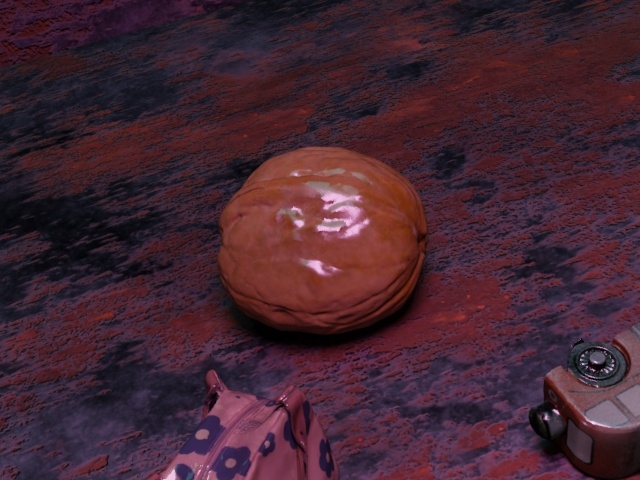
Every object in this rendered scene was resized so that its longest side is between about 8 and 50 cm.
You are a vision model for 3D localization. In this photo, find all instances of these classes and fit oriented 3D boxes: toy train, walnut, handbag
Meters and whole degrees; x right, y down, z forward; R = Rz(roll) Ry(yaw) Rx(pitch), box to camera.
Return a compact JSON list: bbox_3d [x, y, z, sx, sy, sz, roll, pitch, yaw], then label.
[{"bbox_3d":[0.418,0.179,1.255,0.326,0.129,0.159,-24,45,-16],"label":"toy train"},{"bbox_3d":[0.000,-0.001,1.487,0.313,0.277,0.252,6,3,14],"label":"walnut"},{"bbox_3d":[-0.100,0.291,1.201,0.190,0.193,0.251,9,43,20],"label":"handbag"}]
